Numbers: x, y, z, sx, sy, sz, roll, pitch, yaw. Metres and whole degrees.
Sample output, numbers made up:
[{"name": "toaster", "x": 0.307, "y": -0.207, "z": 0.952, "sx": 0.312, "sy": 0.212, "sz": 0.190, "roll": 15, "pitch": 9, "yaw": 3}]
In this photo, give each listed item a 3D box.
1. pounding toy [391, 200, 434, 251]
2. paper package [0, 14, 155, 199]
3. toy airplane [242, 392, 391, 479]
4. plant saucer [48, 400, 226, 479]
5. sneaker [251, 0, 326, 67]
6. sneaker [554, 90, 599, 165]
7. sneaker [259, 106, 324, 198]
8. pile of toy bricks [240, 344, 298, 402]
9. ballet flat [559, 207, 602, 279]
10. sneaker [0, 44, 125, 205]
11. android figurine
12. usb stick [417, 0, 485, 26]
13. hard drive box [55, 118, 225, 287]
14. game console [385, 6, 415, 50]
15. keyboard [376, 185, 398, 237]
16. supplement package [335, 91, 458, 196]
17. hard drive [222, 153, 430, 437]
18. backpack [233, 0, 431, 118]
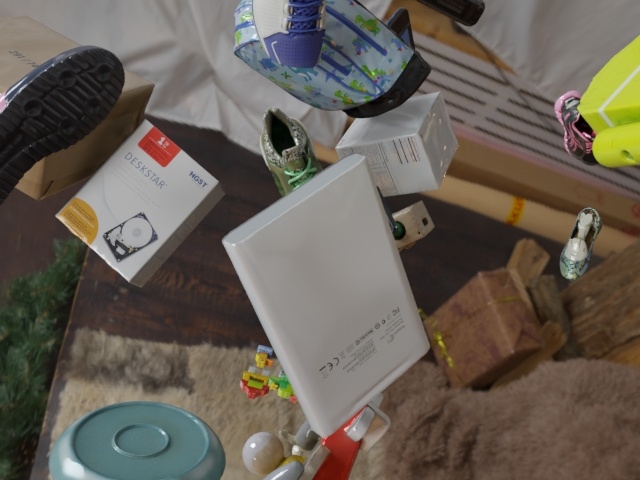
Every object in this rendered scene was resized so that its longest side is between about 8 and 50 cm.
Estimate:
[{"name": "pounding toy", "x": 0.182, "y": -0.010, "z": 1.666, "sx": 0.100, "sy": 0.130, "sz": 0.141, "roll": 63, "pitch": 24, "yaw": -3}, {"name": "paper package", "x": -0.522, "y": -0.256, "z": 1.312, "sx": 0.324, "sy": 0.168, "sz": 0.309, "roll": 29, "pitch": 30, "yaw": 10}, {"name": "toy airplane", "x": -0.025, "y": 0.440, "z": 1.455, "sx": 0.272, "sy": 0.386, "sz": 0.384, "roll": 18, "pitch": 58, "yaw": 13}, {"name": "plant saucer", "x": -0.331, "y": 0.381, "z": 1.343, "sx": 0.317, "sy": 0.044, "sz": 0.318, "roll": 8, "pitch": 19, "yaw": -3}, {"name": "sneaker", "x": -0.031, "y": -0.431, "z": 1.208, "sx": 0.127, "sy": 0.316, "sz": 0.182, "roll": -7, "pitch": 33, "yaw": -17}, {"name": "sneaker", "x": 0.342, "y": -0.135, "z": 0.941, "sx": 0.119, "sy": 0.047, "sz": 0.057, "roll": 49, "pitch": 11, "yaw": -35}, {"name": "sneaker", "x": -0.051, "y": -0.149, "z": 1.741, "sx": 0.158, "sy": 0.182, "sz": 0.410, "roll": -31, "pitch": 69, "yaw": 2}, {"name": "pile of toy bricks", "x": -0.057, "y": 0.292, "z": 1.494, "sx": 0.212, "sy": 0.118, "sz": 0.105, "roll": 14, "pitch": 30, "yaw": 2}, {"name": "ballet flat", "x": 0.581, "y": 0.001, "z": 1.636, "sx": 0.070, "sy": 0.070, "sz": 0.188, "roll": 33, "pitch": 59, "yaw": -6}, {"name": "sneaker", "x": -0.401, "y": -0.150, "z": 0.942, "sx": 0.319, "sy": 0.112, "sz": 0.131, "roll": -42, "pitch": 47, "yaw": -10}, {"name": "android figurine", "x": 0.366, "y": -0.170, "z": 0.724, "sx": 0.056, "sy": 0.273, "sz": 0.248, "roll": 45, "pitch": 81, "yaw": -12}, {"name": "usb stick", "x": 0.295, "y": -0.576, "z": 1.725, "sx": 0.278, "sy": 0.077, "sz": 0.045, "roll": 7, "pitch": 32, "yaw": -45}, {"name": "hard drive box", "x": -0.314, "y": -0.064, "z": 1.294, "sx": 0.181, "sy": 0.089, "sz": 0.232, "roll": 39, "pitch": 82, "yaw": 7}, {"name": "game console", "x": 0.250, "y": -0.448, "z": 2.036, "sx": 0.173, "sy": 0.293, "sz": 0.250, "roll": 26, "pitch": 69, "yaw": 28}, {"name": "keyboard", "x": 0.000, "y": 0.000, "z": 1.425, "sx": 0.033, "sy": 0.317, "sz": 0.202, "roll": 16, "pitch": 42, "yaw": -51}, {"name": "supplement package", "x": 0.178, "y": -0.213, "z": 1.657, "sx": 0.149, "sy": 0.203, "sz": 0.194, "roll": 64, "pitch": 37, "yaw": -29}, {"name": "hard drive", "x": 0.022, "y": 0.074, "z": 0.919, "sx": 0.203, "sy": 0.040, "sz": 0.308, "roll": -35, "pitch": 121, "yaw": -23}, {"name": "backpack", "x": -0.003, "y": -0.399, "z": 1.487, "sx": 0.273, "sy": 0.290, "sz": 0.355, "roll": -46, "pitch": 114, "yaw": -11}]
